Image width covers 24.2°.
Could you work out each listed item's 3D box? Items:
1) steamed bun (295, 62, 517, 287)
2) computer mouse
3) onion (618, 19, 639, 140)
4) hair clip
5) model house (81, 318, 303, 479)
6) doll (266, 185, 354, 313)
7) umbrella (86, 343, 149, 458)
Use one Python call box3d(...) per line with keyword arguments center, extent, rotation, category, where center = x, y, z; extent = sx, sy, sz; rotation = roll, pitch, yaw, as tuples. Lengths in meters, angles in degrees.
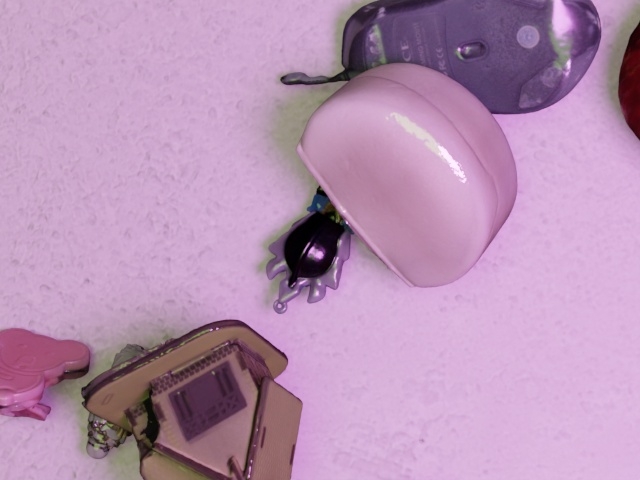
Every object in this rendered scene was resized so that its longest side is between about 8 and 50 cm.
box3d(center=(0.108, -0.081, 1.630), extent=(0.164, 0.146, 0.241), rotation=(-33, 99, 37), category="steamed bun")
box3d(center=(0.134, -0.214, 1.704), extent=(0.379, 0.090, 0.167), rotation=(-6, 98, 21), category="computer mouse")
box3d(center=(0.447, -0.175, 1.597), extent=(0.246, 0.190, 0.246), rotation=(1, 78, -6), category="onion")
box3d(center=(-0.349, 0.154, 1.742), extent=(0.123, 0.138, 0.102), rotation=(13, 85, 17), category="hair clip")
box3d(center=(-0.101, 0.257, 1.616), extent=(0.205, 0.218, 0.278), rotation=(-29, 64, 8), category="model house")
box3d(center=(0.000, 0.000, 1.724), extent=(0.096, 0.070, 0.195), rotation=(31, 84, 16), category="doll")
box3d(center=(-0.239, 0.190, 1.759), extent=(0.062, 0.067, 0.143), rotation=(23, 92, -34), category="umbrella")
